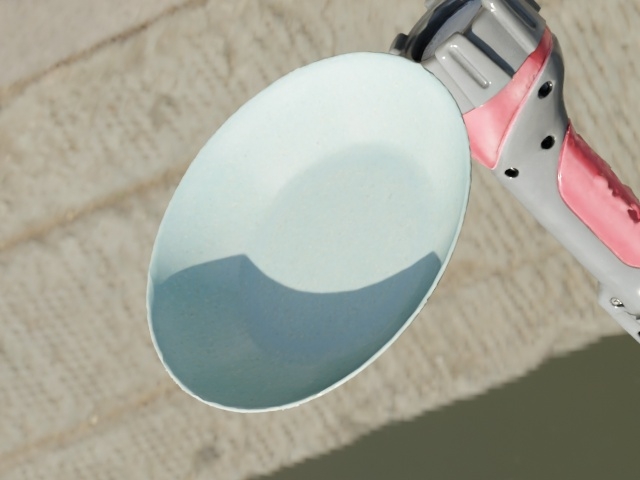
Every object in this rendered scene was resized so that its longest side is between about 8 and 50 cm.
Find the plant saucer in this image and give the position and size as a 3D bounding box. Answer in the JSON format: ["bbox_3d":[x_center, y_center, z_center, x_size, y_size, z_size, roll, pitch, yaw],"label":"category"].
[{"bbox_3d":[0.000,0.000,0.913,0.195,0.195,0.037,-32,138,21],"label":"plant saucer"}]

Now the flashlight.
[{"bbox_3d":[0.178,-0.045,1.228,0.304,0.103,0.103,42,75,-20],"label":"flashlight"}]
